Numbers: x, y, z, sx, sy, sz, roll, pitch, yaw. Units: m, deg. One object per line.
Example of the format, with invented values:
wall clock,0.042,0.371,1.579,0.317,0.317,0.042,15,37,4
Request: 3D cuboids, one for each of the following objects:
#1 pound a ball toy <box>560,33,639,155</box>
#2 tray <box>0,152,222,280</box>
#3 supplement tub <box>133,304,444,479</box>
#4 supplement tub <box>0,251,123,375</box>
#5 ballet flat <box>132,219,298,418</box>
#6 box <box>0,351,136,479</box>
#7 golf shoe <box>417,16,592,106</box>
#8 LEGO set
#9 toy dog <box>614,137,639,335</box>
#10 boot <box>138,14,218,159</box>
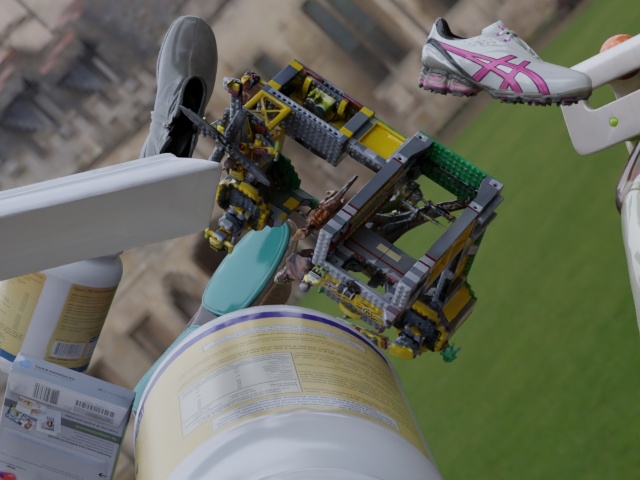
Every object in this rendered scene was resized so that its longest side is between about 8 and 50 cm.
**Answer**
pound a ball toy,0.423,-0.194,1.812,0.208,0.135,0.319,-5,-13,-43
tray,-0.206,-0.009,1.100,0.270,0.030,0.145,-14,-14,-12
supplement tub,-0.023,0.211,1.222,0.241,0.241,0.331,-46,17,8
supplement tub,-0.329,0.064,1.945,0.144,0.144,0.199,-51,-16,-74
ballet flat,-0.119,0.130,2.140,0.116,0.124,0.342,22,73,48
box,-0.304,0.230,1.841,0.038,0.145,0.186,-70,-2,-55
golf shoe,0.193,-0.184,1.635,0.067,0.186,0.086,-14,-66,-70
LEGO set,0.000,0.000,1.468,0.192,0.331,0.255,-45,-9,-36
toy dog,0.297,-0.038,0.909,0.408,0.285,0.395,96,179,-72
boot,-0.171,-0.192,2.067,0.161,0.083,0.246,156,127,-72
